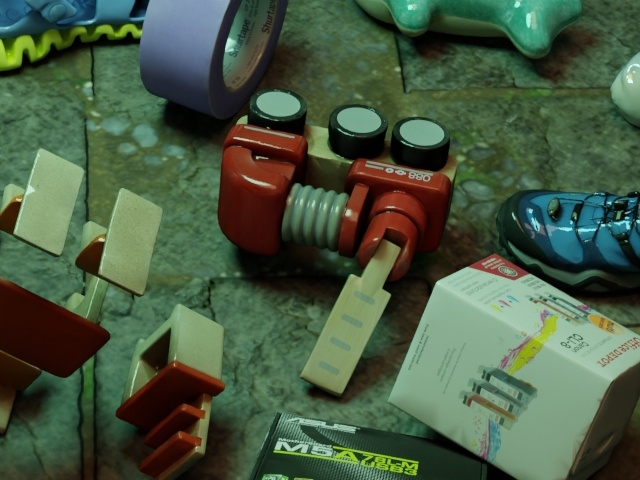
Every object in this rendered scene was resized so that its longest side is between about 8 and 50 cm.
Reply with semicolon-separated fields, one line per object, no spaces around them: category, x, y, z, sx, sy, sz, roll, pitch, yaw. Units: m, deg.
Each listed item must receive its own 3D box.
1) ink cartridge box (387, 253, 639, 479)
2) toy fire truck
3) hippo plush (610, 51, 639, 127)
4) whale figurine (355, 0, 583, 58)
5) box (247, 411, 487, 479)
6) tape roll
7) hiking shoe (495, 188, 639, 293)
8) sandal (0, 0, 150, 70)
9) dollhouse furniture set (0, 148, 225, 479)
ink cartridge box;0.177;0.116;1.533;0.176;0.127;0.128;30;24;21
toy fire truck;0.000;0.000;1.658;0.217;0.158;0.246;12;38;6
hippo plush;0.443;-0.253;1.842;0.234;0.236;0.294;14;48;9
whale figurine;0.153;-0.301;1.930;0.272;0.141;0.216;31;52;21
box;0.041;0.202;1.466;0.191;0.045;0.184;9;16;5
tape roll;-0.105;-0.223;1.806;0.080;0.189;0.189;20;49;15
hiking shoe;0.321;-0.017;1.688;0.304;0.132;0.113;10;48;5
sandal;-0.242;-0.284;1.889;0.317;0.138;0.126;-23;51;-25
dollhouse furniture set;-0.211;0.087;1.488;0.259;0.262;0.135;28;45;-22
